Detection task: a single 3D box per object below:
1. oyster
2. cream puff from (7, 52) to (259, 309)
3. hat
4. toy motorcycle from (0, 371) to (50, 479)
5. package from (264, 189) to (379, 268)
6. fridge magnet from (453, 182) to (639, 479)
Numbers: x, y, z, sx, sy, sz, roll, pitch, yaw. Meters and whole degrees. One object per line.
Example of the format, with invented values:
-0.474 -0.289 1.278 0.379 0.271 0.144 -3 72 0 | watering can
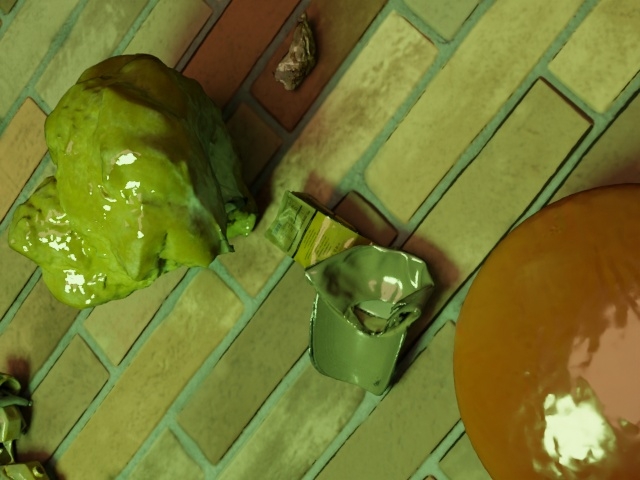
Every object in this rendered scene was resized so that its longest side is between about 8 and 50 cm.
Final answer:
-0.025 -0.229 1.499 0.051 0.034 0.093 50 123 41 | oyster
-0.233 -0.073 1.431 0.270 0.323 0.274 -15 93 7 | cream puff
0.053 0.089 1.417 0.147 0.085 0.175 23 122 19 | hat
-0.434 0.274 1.677 0.130 0.094 0.229 -43 72 20 | toy motorcycle
0.000 0.000 1.458 0.131 0.047 0.071 38 103 29 | package
0.305 0.124 1.203 0.364 0.155 0.363 -2 85 30 | fridge magnet
